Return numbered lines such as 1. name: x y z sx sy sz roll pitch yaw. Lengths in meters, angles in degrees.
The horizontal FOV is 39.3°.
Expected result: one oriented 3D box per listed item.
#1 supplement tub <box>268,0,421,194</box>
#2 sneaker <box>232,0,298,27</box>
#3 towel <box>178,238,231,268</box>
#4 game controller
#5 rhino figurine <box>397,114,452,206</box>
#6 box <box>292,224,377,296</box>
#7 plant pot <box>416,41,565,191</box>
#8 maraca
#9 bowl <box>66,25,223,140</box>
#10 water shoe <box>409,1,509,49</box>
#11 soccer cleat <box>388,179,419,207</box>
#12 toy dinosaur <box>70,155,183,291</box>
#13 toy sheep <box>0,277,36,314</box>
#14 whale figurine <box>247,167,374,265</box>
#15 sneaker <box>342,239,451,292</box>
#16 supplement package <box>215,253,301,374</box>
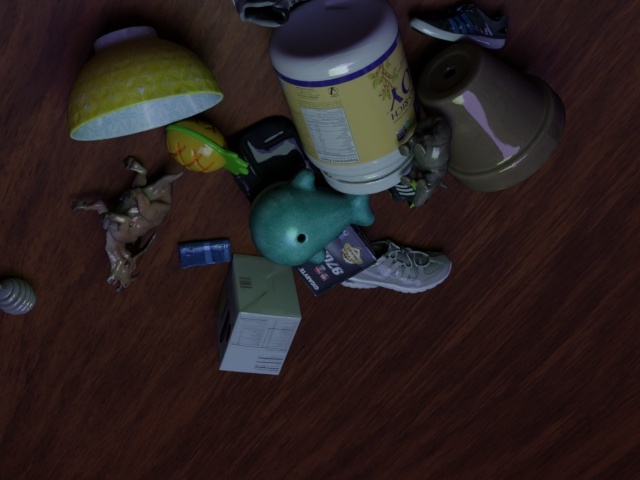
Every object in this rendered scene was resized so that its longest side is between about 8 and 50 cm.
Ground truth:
1. supplement tub: 0.058 -0.274 1.702 0.241 0.241 0.331 -18 134 5
2. sneaker: -0.045 -0.437 1.601 0.229 0.132 0.086 -18 134 6
3. towel: -0.266 0.029 2.061 0.119 0.029 0.067 -6 133 -7
4. game controller: -0.072 -0.108 1.917 0.166 0.067 0.319 -32 117 0
5. rhino figurine: 0.208 -0.143 1.716 0.106 0.073 0.243 -47 154 -23
6. box: 0.000 0.000 2.036 0.175 0.051 0.220 -30 114 17
7. plant pot: 0.311 -0.260 1.750 0.263 0.263 0.229 -34 132 19
8. maraca: -0.229 -0.182 1.801 0.186 0.099 0.127 25 168 4
9. bowl: -0.336 -0.297 1.633 0.290 0.289 0.156 -17 90 4
10. water shoe: 0.268 -0.425 1.738 0.203 0.073 0.080 7 107 -20
11. soccer cleat: 0.172 -0.126 1.991 0.072 0.060 0.179 -37 132 23
12. toy dinosaur: -0.384 -0.051 1.907 0.296 0.127 0.200 -41 136 9
13. toy sheep: -0.695 0.124 2.022 0.091 0.091 0.132 -26 151 12
14. whale figurine: -0.010 -0.041 1.846 0.272 0.141 0.216 -13 115 -12
15. sneaker: 0.178 0.054 2.127 0.281 0.105 0.115 -3 133 -9
16. supplement package: -0.152 0.174 2.108 0.149 0.194 0.203 7 130 -17
